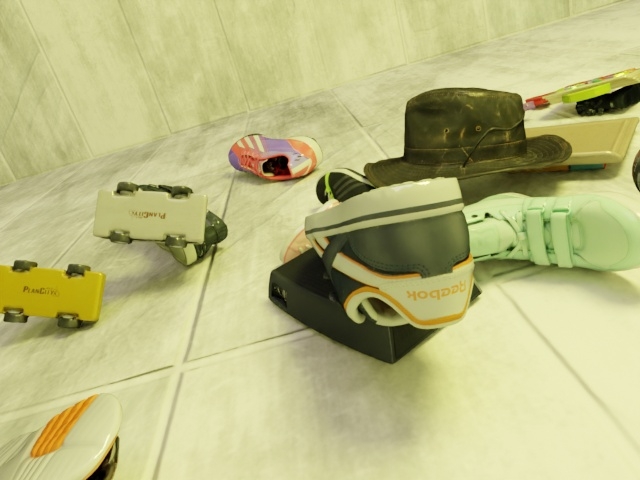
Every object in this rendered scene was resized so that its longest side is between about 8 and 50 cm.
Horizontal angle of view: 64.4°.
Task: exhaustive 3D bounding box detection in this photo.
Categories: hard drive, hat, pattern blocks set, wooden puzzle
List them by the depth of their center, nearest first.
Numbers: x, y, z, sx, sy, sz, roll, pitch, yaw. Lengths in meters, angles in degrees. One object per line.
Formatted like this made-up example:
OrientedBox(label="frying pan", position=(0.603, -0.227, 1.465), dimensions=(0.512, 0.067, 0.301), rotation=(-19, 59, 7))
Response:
OrientedBox(label="hard drive", position=(0.053, 0.054, 0.651), dimensions=(0.172, 0.054, 0.255), rotation=(-30, 27, -28))
OrientedBox(label="hat", position=(0.226, -0.186, 0.832), dimensions=(0.332, 0.133, 0.331), rotation=(-11, 20, 4))
OrientedBox(label="wooden puzzle", position=(0.431, -0.166, 0.912), dimensions=(0.221, 0.044, 0.239), rotation=(3, 26, 38))
OrientedBox(label="pattern blocks set", position=(0.587, -0.331, 1.086), dimensions=(0.325, 0.026, 0.285), rotation=(-9, 14, 34))

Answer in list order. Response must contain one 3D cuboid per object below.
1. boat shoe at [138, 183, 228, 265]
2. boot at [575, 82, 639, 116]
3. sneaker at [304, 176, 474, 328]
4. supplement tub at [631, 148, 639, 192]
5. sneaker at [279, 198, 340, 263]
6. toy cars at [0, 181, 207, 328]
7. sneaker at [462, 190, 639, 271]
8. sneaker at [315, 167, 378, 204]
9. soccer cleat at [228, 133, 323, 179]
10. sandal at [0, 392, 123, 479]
OrientedBox(label="boat shoe", position=(-0.290, -0.055, 1.030), dimensions=(0.113, 0.127, 0.340), rotation=(-27, 27, -25))
OrientedBox(label="boot", position=(0.612, -0.300, 1.081), dimensions=(0.121, 0.045, 0.099), rotation=(-30, 21, -32))
OrientedBox(label="sneaker", position=(0.057, 0.018, 0.533), dimensions=(0.126, 0.127, 0.321), rotation=(-12, 1, -6))
OrientedBox(label="supplement tub", position=(0.435, -0.054, 0.576), dimensions=(0.106, 0.106, 0.198), rotation=(-7, 26, 20))
OrientedBox(label="sneaker", position=(0.000, 0.000, 0.809), dimensions=(0.134, 0.051, 0.070), rotation=(-44, 66, -8))
OrientedBox(label="toy cars", position=(-0.356, 0.027, 0.849), dimensions=(0.394, 0.176, 0.087), rotation=(-37, -11, -2))
OrientedBox(label="sneaker", position=(0.238, 0.003, 0.588), dimensions=(0.151, 0.094, 0.256), rotation=(-19, 13, -19))
OrientedBox(label="sneaker", position=(0.045, -0.069, 0.891), dimensions=(0.097, 0.084, 0.235), rotation=(-31, 27, -27))
OrientedBox(label="soccer cleat", position=(-0.145, -0.207, 1.301), dimensions=(0.318, 0.108, 0.116), rotation=(8, 37, 39))
OrientedBox(label="sandal", position=(-0.249, 0.219, 0.476), dimensions=(0.265, 0.076, 0.102), rotation=(-27, 20, 34))
